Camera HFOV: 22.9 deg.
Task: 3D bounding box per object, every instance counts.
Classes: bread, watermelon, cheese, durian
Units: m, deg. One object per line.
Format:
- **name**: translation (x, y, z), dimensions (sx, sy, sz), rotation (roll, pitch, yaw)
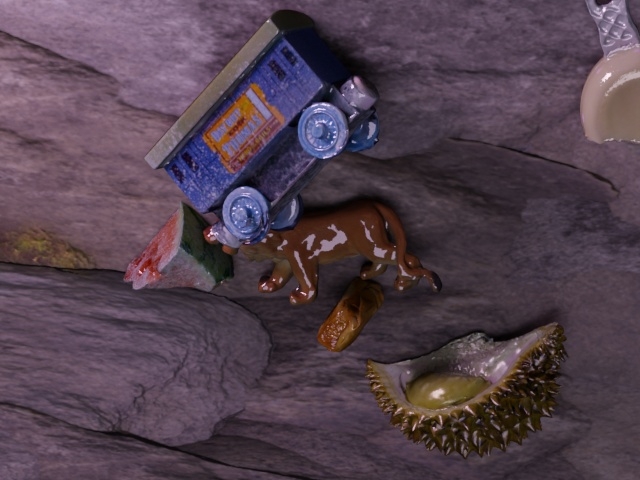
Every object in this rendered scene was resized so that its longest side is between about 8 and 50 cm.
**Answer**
- **bread**: translation (0.042, 0.103, 2.170), dimensions (0.053, 0.132, 0.074), rotation (36, 115, 2)
- **watermelon**: translation (-0.208, 0.019, 2.160), dimensions (0.158, 0.098, 0.121), rotation (-2, 121, 11)
- **cheese**: translation (0.409, -0.211, 1.977), dimensions (0.163, 0.071, 0.249), rotation (0, 121, 5)
- **durian**: translation (0.222, 0.215, 2.230), dimensions (0.306, 0.166, 0.172), rotation (-23, 147, 24)

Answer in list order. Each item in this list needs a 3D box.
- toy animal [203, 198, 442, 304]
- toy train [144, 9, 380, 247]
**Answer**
- **toy animal**: translation (0.000, 0.000, 2.132), dimensions (0.312, 0.097, 0.158), rotation (-7, 115, 7)
- **toy train**: translation (-0.066, -0.135, 2.008), dimensions (0.202, 0.131, 0.300), rotation (50, 116, 10)
